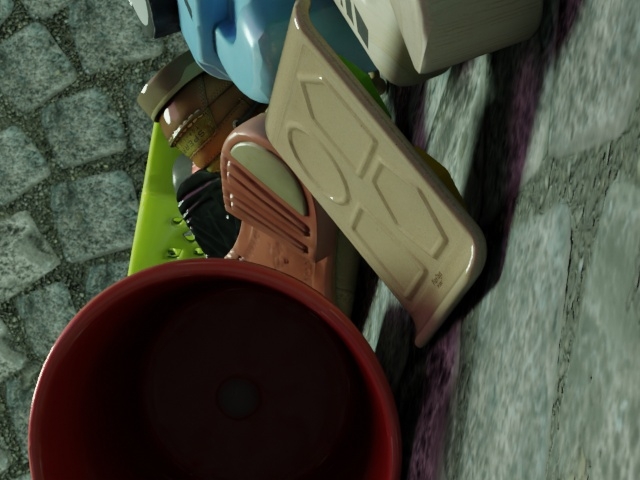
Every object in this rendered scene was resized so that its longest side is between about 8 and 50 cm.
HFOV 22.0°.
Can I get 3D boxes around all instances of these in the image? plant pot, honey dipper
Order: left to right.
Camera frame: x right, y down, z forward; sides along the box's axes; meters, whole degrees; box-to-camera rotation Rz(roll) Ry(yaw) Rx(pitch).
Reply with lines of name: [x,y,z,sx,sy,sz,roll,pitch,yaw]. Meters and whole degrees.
plant pot: [-0.160,-0.056,2.412,0.227,0.207,0.228,106,170,-47]
plant pot: [-0.070,0.137,1.272,0.243,0.275,0.274,-64,-15,-84]
honey dipper: [0.049,-0.184,1.614,0.160,0.031,0.030,-96,17,-54]

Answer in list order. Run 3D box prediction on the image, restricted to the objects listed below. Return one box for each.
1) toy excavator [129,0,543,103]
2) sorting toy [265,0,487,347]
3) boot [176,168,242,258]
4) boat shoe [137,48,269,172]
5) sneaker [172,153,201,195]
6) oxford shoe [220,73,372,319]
toy excavator: [0.014,-0.206,1.195,0.433,0.222,0.445,92,154,-57]
sorting toy: [0.035,-0.042,1.083,0.208,0.038,0.193,56,164,11]
boot: [-0.042,0.008,1.797,0.246,0.094,0.207,61,-153,-1]
boat shoe: [-0.029,-0.156,1.531,0.307,0.104,0.111,-35,-7,-33]
sneaker: [-0.062,-0.009,2.023,0.270,0.145,0.090,61,-149,-34]
oxford shoe: [0.000,0.000,1.510,0.146,0.140,0.397,-46,-19,-28]
